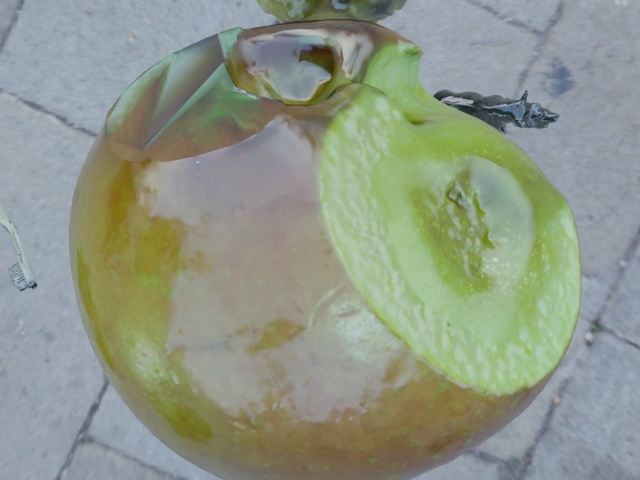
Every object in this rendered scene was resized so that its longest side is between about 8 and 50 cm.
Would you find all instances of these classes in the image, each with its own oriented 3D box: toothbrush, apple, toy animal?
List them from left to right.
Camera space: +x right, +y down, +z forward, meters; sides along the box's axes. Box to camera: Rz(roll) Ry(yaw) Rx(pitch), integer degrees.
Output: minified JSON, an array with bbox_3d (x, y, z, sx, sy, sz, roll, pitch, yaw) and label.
[{"bbox_3d":[-0.430,-0.038,1.442,0.028,0.294,0.026,-29,143,-4],"label":"toothbrush"},{"bbox_3d":[0.000,0.000,0.841,0.384,0.374,0.374,-21,98,-1],"label":"apple"},{"bbox_3d":[0.172,-0.127,1.078,0.135,0.065,0.047,12,87,27],"label":"toy animal"}]

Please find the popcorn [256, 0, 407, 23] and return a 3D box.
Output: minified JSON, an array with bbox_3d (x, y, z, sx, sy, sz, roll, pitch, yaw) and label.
[{"bbox_3d":[0.016,-0.307,1.112,0.218,0.189,0.169,-24,68,37],"label":"popcorn"}]
